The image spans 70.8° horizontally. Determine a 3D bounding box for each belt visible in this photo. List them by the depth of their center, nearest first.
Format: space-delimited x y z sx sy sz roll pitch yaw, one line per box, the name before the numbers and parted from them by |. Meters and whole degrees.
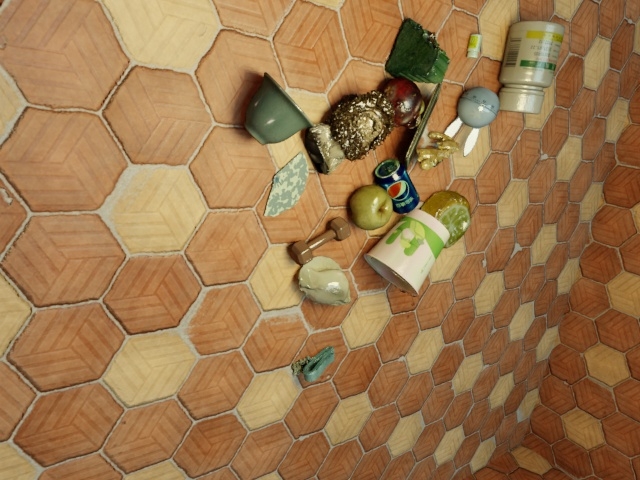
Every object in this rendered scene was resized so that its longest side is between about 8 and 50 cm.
belt | -0.017 0.476 1.762 0.179 0.100 0.065 -31 124 -42

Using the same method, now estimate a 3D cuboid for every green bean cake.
green bean cake | 0.342 -0.625 1.495 0.107 0.208 0.193 16 99 -43

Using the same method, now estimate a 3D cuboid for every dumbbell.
dumbbell | 0.000 0.000 1.565 0.231 0.082 0.092 -32 125 -24

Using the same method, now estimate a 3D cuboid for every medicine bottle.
medicine bottle | 0.594 -0.749 1.738 0.047 0.047 0.083 -3 109 -37
medicine bottle | 0.850 -0.701 1.847 0.208 0.208 0.339 -7 112 -35

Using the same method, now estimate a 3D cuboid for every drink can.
drink can | 0.287 -0.200 1.681 0.118 0.118 0.205 -47 128 -12

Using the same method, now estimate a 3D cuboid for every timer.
timer | 0.605 -0.491 1.807 0.175 0.175 0.255 -7 139 -35

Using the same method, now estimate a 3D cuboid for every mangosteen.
mangosteen | 0.280 -0.462 1.540 0.180 0.166 0.166 20 95 -36

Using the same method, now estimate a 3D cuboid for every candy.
candy | 0.524 -0.086 1.910 0.260 0.118 0.260 -15 118 -30

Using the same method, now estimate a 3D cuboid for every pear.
pear | 0.180 -0.121 1.621 0.167 0.136 0.167 -14 113 -36

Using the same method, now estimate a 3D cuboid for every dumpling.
dumpling | 0.027 0.142 1.633 0.247 0.142 0.172 26 56 -35

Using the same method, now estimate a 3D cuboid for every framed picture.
framed picture | 0.369 -0.408 1.639 0.293 0.018 0.231 -66 171 4

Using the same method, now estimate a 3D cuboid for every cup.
cup | -0.138 -0.349 1.276 0.150 0.199 0.199 -42 130 7
cup | 0.343 0.039 1.728 0.274 0.253 0.253 -50 130 -9

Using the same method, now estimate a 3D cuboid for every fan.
fan | -0.106 -0.174 1.461 0.131 0.009 0.240 32 87 -41

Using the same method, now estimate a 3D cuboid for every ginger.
ginger | 0.451 -0.349 1.722 0.176 0.193 0.052 1 152 0

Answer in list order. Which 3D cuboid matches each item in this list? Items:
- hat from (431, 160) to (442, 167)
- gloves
hat | 0.432 -0.320 1.772 0.077 0.076 0.059 -41 108 -24
gloves | 0.096 -0.358 1.455 0.312 0.135 0.210 -26 103 -2
